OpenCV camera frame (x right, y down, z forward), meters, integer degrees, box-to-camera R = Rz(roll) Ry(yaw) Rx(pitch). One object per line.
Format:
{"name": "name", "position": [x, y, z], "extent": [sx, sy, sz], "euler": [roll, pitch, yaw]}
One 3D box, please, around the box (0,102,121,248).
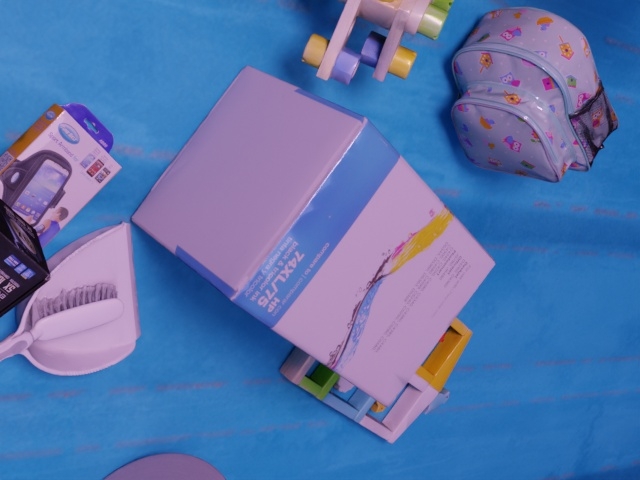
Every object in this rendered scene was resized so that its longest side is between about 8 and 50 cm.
{"name": "box", "position": [-0.241, -0.056, 0.805], "extent": [0.136, 0.028, 0.081], "euler": [-47, 133, -7]}

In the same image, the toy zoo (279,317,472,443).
{"name": "toy zoo", "position": [0.092, 0.152, 1.188], "extent": [0.192, 0.030, 0.293], "euler": [-54, 135, -3]}

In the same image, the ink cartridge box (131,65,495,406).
{"name": "ink cartridge box", "position": [0.000, 0.000, 0.914], "extent": [0.197, 0.198, 0.270], "euler": [-54, 134, -4]}

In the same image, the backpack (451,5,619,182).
{"name": "backpack", "position": [0.233, -0.166, 1.038], "extent": [0.144, 0.166, 0.188], "euler": [-45, 131, -24]}

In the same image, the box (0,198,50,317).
{"name": "box", "position": [-0.330, 0.002, 0.708], "extent": [0.147, 0.077, 0.180], "euler": [-36, 133, -1]}

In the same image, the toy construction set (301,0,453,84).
{"name": "toy construction set", "position": [0.103, -0.297, 0.798], "extent": [0.151, 0.327, 0.215], "euler": [35, 49, -8]}

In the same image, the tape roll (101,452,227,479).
{"name": "tape roll", "position": [-0.171, 0.333, 0.938], "extent": [0.219, 0.219, 0.072], "euler": [-41, 133, -15]}

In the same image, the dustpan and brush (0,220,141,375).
{"name": "dustpan and brush", "position": [-0.255, 0.080, 0.842], "extent": [0.211, 0.060, 0.147], "euler": [-18, 123, -32]}
